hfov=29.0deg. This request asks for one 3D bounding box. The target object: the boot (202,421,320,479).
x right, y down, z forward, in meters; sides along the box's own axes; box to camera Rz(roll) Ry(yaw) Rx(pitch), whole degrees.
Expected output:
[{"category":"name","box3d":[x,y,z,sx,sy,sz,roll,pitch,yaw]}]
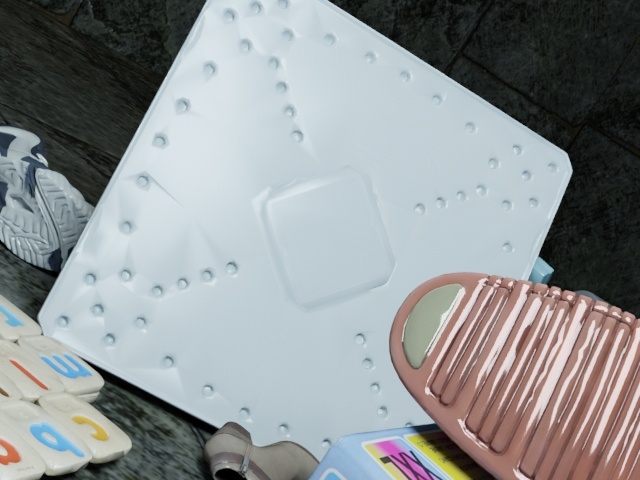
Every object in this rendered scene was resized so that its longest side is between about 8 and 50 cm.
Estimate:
[{"category":"boot","box3d":[-0.043,0.192,0.996,0.118,0.042,0.087,29,16,-12]}]

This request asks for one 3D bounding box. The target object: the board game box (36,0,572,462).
[{"category":"board game box","box3d":[0.000,0.000,1.126,0.390,0.390,0.050,30,-15,-15]}]

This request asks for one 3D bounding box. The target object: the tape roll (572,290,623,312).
[{"category":"tape roll","box3d":[0.347,0.182,1.728,0.072,0.219,0.219,30,10,-13]}]

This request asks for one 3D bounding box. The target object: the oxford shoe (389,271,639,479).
[{"category":"oxford shoe","box3d":[0.217,0.158,0.801,0.397,0.140,0.146,32,-17,9]}]

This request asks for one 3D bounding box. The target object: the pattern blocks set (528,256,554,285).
[{"category":"pattern blocks set","box3d":[0.139,0.095,1.351,0.026,0.325,0.285,-25,47,-35]}]

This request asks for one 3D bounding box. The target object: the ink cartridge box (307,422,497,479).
[{"category":"ink cartridge box","box3d":[0.169,0.291,0.749,0.395,0.151,0.270,43,18,26]}]

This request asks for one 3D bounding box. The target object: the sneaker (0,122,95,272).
[{"category":"sneaker","box3d":[-0.292,-0.055,1.254,0.235,0.094,0.153,24,17,10]}]

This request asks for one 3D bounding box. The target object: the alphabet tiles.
[{"category":"alphabet tiles","box3d":[-0.272,0.079,0.869,0.278,0.021,0.284,35,10,18]}]
